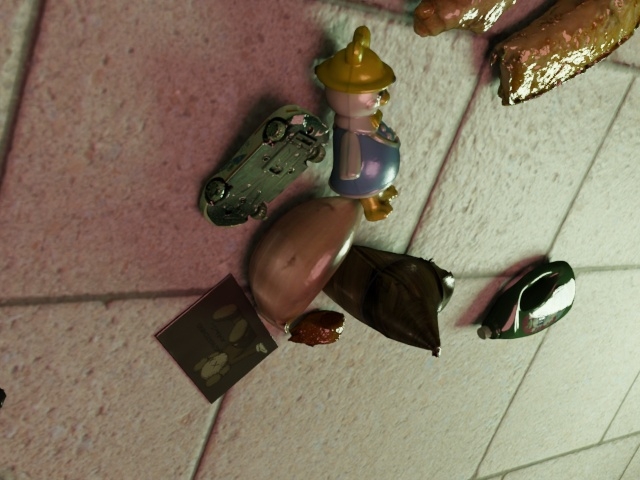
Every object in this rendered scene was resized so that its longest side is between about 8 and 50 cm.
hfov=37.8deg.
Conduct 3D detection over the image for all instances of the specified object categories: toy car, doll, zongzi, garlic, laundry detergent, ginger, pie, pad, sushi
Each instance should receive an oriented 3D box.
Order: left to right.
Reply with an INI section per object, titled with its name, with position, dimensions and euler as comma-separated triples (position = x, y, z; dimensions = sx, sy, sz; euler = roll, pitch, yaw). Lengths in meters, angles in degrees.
[pad]
position = -0.135, 0.138, 1.270
dimensions = 0.127, 0.004, 0.190
euler = -40, 140, -12
[toy car]
position = -0.073, -0.089, 1.106
dimensions = 0.186, 0.058, 0.093
euler = -43, 142, 21
[sushi]
position = 0.000, 0.131, 1.360
dimensions = 0.099, 0.050, 0.047
euler = -2, 128, -30
[garlic]
position = 0.004, -0.002, 1.227
dimensions = 0.266, 0.148, 0.128
euler = -44, 104, -1
[doll]
position = 0.048, -0.140, 1.139
dimensions = 0.135, 0.099, 0.241
euler = -32, 134, -32
[zongzi]
position = 0.153, 0.095, 1.320
dimensions = 0.221, 0.242, 0.112
euler = 7, 109, -43
[ginger]
position = 0.208, -0.328, 1.172
dimensions = 0.137, 0.074, 0.213
euler = 28, 95, -41
[laundry detergent]
position = 0.368, 0.118, 1.688
dimensions = 0.211, 0.063, 0.137
euler = -23, 132, -27
[pie]
position = 0.358, -0.291, 1.350
dimensions = 0.282, 0.068, 0.128
euler = -30, 136, -17

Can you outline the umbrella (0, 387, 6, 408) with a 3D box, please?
[umbrella]
position = -0.471, 0.143, 0.874
dimensions = 0.337, 0.128, 0.154
euler = 14, 94, -42
